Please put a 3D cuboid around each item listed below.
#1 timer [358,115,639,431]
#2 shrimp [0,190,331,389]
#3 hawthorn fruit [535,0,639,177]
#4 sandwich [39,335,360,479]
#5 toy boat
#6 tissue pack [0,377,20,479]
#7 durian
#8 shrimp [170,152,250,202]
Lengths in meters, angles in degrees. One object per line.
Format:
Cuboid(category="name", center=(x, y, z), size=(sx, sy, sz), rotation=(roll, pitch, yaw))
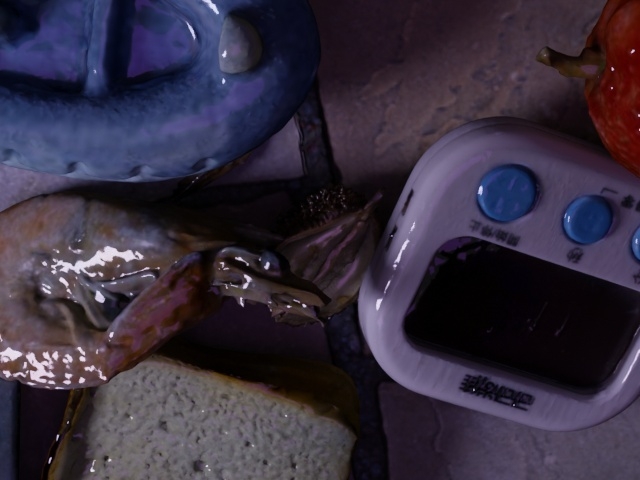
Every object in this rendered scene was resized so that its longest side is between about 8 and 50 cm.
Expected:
Cuboid(category="timer", center=(0.169, 0.027, 1.551), size=(0.262, 0.087, 0.237), rotation=(18, 111, -19))
Cuboid(category="shrimp", center=(-0.146, 0.046, 1.494), size=(0.317, 0.077, 0.168), rotation=(7, 70, 22))
Cuboid(category="hawthorn fruit", center=(0.288, -0.131, 1.451), size=(0.253, 0.205, 0.205), rotation=(7, 111, 2))
Cuboid(category="sandwich", center=(-0.106, 0.187, 1.611), size=(0.251, 0.087, 0.226), rotation=(14, 112, -11))
Cuboid(category="toy boat", center=(-0.165, -0.150, 1.427), size=(0.330, 0.123, 0.215), rotation=(10, 94, 1))
Cuboid(category="tissue pack", center=(-0.336, 0.185, 1.587), size=(0.173, 0.073, 0.236), rotation=(0, 118, -13))
Cuboid(category="durian", center=(-0.002, -0.002, 1.546), size=(0.140, 0.071, 0.110), rotation=(-51, 141, 12))
Cuboid(category="shrimp", center=(-0.140, -0.101, 1.526), size=(0.195, 0.035, 0.148), rotation=(-3, 114, -3))
